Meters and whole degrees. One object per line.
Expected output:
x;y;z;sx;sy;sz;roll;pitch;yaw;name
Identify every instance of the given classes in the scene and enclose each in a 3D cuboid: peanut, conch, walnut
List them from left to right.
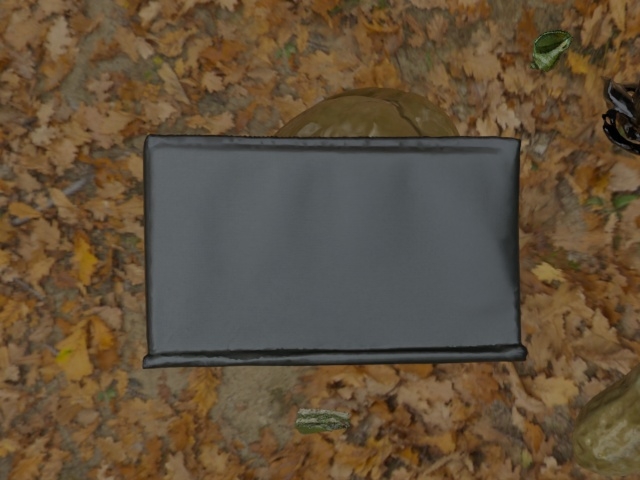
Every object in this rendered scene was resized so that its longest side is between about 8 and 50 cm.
0.041;-0.041;1.150;0.383;0.383;0.383;0;89;14;walnut
0.540;-0.452;1.756;0.121;0.089;0.074;-41;41;24;conch
0.335;0.161;0.739;0.099;0.099;0.214;48;124;10;peanut

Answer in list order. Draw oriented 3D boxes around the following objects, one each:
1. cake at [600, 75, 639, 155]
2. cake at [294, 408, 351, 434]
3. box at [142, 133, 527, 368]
0.441;-0.135;0.703;0.321;0.332;0.332;-17;85;25;cake
0.003;0.420;1.737;0.140;0.055;0.051;-16;41;32;cake
0.000;0.001;0.747;0.345;0.251;0.204;-1;95;-8;box
